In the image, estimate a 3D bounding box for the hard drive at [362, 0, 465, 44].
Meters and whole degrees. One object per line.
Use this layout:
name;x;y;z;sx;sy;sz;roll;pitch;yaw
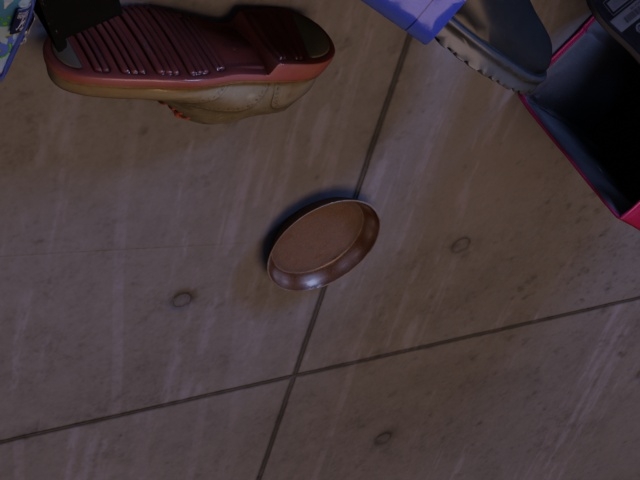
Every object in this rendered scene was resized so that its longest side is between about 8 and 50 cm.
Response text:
hard drive;0.050;-0.365;1.648;0.318;0.040;0.210;31;113;-23

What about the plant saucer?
plant saucer;0.000;0.000;2.172;0.168;0.029;0.168;-20;142;-17

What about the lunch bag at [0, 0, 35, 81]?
lunch bag;-0.380;-0.226;1.514;0.219;0.090;0.176;11;142;-24

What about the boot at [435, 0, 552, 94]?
boot;0.262;-0.403;1.782;0.367;0.146;0.445;26;113;-42

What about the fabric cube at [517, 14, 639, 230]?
fabric cube;0.471;-0.163;2.146;0.259;0.254;0.258;-46;142;17

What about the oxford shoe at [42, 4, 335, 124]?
oxford shoe;-0.148;-0.172;1.779;0.348;0.123;0.130;-3;140;-34

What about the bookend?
bookend;-0.222;-0.292;1.617;0.157;0.072;0.156;-26;143;-9

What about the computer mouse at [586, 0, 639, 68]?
computer mouse;0.417;-0.244;1.956;0.188;0.272;0.072;-34;-177;18
